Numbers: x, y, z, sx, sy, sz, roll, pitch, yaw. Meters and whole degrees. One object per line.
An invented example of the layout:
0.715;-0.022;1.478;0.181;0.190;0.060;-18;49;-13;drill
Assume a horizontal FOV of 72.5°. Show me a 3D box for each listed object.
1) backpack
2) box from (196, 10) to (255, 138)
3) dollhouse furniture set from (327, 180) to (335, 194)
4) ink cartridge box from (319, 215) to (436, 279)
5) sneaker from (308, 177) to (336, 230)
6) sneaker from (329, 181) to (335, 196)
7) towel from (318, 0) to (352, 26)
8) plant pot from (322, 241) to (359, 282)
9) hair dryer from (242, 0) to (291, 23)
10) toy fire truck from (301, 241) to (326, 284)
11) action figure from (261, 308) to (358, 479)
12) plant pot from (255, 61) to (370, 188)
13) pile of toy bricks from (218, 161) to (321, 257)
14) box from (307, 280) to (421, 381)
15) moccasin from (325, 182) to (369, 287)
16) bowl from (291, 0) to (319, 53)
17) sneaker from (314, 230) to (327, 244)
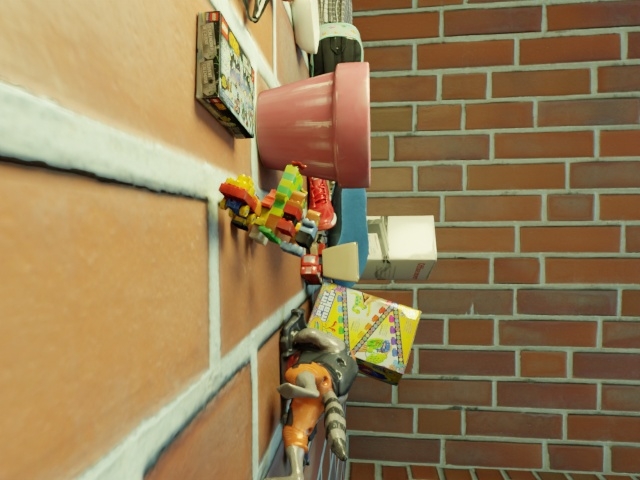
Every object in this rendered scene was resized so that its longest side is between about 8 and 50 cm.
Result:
0.048;-0.552;1.305;0.188;0.165;0.145;85;6;-60;backpack
-0.107;-0.186;0.513;0.137;0.027;0.094;32;57;-82;box
0.018;-0.275;1.519;0.161;0.101;0.182;-121;-160;-49;dollhouse furniture set
0.195;0.035;1.561;0.285;0.394;0.166;72;19;-71;ink cartridge box
-0.012;-0.127;1.223;0.221;0.087;0.128;-103;178;-57;sneaker
0.064;-0.207;1.747;0.153;0.094;0.235;95;10;-49;sneaker
0.060;-0.844;1.633;0.235;0.121;0.284;21;69;-82;towel
0.056;0.061;1.223;0.109;0.096;0.109;0;87;-83;plant pot
-0.084;-0.440;0.665;0.293;0.080;0.224;-51;156;-72;hair dryer
-0.017;0.055;1.221;0.192;0.047;0.135;68;22;-71;toy fire truck
0.000;0.320;0.835;0.330;0.178;0.342;-41;129;-69;action figure
-0.006;-0.188;0.731;0.201;0.180;0.202;0;90;-84;plant pot
-0.047;-0.052;0.572;0.212;0.118;0.105;66;43;-76;pile of toy bricks
0.124;0.279;1.277;0.290;0.279;0.177;75;35;-65;box
0.083;-0.026;1.348;0.117;0.137;0.342;-149;-116;-63;moccasin
-0.035;-0.542;1.063;0.142;0.053;0.142;82;10;-46;bowl
0.000;0.000;1.413;0.044;0.040;0.109;77;13;-54;sneaker
